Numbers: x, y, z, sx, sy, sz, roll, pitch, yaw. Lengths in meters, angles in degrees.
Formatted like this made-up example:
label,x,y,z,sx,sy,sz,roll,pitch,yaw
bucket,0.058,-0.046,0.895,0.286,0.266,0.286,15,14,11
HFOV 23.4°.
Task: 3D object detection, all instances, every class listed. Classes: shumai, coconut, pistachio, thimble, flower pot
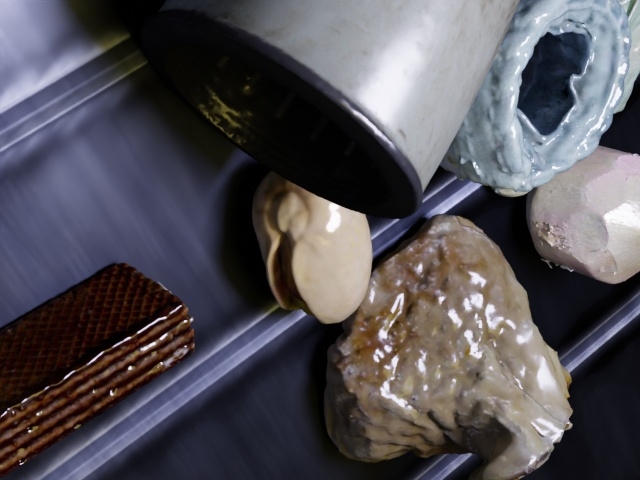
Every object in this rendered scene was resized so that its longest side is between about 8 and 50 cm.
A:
label,x,y,z,sx,sy,sz,roll,pitch,yaw
shumai,0.174,0.146,1.738,0.267,0.262,0.314,2,108,-45
coconut,0.346,-0.028,1.867,0.170,0.183,0.171,-18,119,-37
pistachio,0.000,0.000,1.598,0.145,0.117,0.200,-61,147,-32
thimble,0.209,-0.177,1.674,0.205,0.172,0.250,29,87,-43
flower pot,0.047,-0.229,1.400,0.330,0.293,0.293,-56,138,-12

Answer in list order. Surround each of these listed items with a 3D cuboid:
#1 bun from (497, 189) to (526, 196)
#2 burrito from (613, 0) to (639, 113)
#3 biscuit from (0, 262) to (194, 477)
label,x,y,z,sx,sy,sz,roll,pitch,yaw
bun,0.235,-0.089,1.823,0.086,0.055,0.086,-23,126,-35
burrito,0.342,-0.245,1.790,0.144,0.089,0.229,-21,142,-46
biscuit,-0.244,0.119,1.429,0.252,0.106,0.070,-32,132,-27
